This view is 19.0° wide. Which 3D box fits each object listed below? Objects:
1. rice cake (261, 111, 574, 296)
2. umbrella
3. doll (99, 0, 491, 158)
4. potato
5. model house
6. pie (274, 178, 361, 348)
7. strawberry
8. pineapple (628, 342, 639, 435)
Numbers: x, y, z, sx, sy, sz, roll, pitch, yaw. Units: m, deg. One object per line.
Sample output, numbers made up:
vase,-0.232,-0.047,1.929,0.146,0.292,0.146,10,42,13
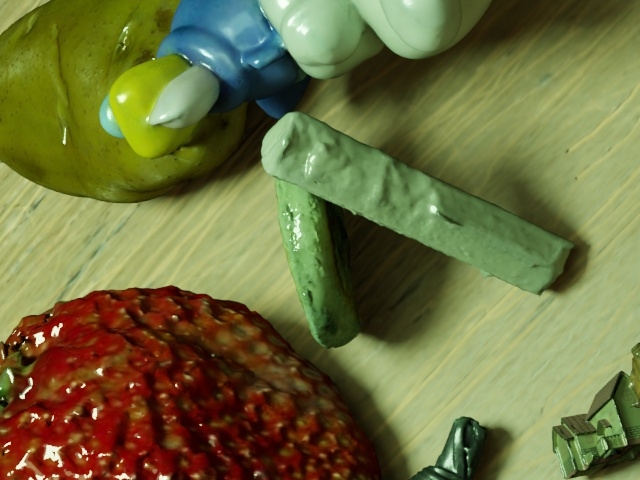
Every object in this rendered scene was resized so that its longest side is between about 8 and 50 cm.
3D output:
rice cake,0.075,-0.028,1.497,0.057,0.256,0.052,-53,19,42
umbrella,0.075,0.250,1.523,0.066,0.059,0.236,21,92,20
doll,0.000,-0.210,1.524,0.365,0.376,0.187,-21,93,26
potato,-0.195,-0.139,1.769,0.369,0.176,0.195,0,115,44
model house,0.212,0.140,1.451,0.083,0.057,0.058,116,141,-65
pie,0.000,0.000,1.577,0.041,0.187,0.187,-12,69,7
strawberry,-0.119,0.191,1.570,0.351,0.267,0.312,10,77,12
pineapple,0.297,0.176,1.352,0.128,0.128,0.248,-20,73,30
